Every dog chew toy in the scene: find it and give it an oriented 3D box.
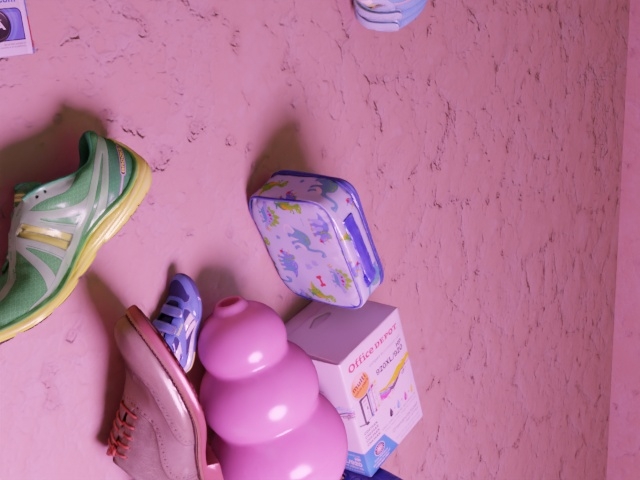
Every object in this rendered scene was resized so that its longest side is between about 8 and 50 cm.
[{"bbox_3d":[-0.084,0.237,1.213,0.206,0.206,0.332,-34,114,-42],"label":"dog chew toy"}]

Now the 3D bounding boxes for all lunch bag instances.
[{"bbox_3d":[0.000,0.000,1.277,0.090,0.176,0.219,-48,130,-34],"label":"lunch bag"}]

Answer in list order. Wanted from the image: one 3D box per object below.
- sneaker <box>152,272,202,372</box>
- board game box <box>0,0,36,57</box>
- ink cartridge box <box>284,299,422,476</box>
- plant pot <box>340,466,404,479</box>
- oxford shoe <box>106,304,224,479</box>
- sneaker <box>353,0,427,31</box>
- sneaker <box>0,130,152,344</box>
[{"bbox_3d":[-0.204,0.118,1.147,0.059,0.053,0.144,1,95,-49],"label":"sneaker"},{"bbox_3d":[-0.442,-0.304,0.746,0.308,0.086,0.302,-23,114,-47],"label":"board game box"},{"bbox_3d":[0.042,0.234,1.379,0.171,0.168,0.233,-39,124,-39],"label":"ink cartridge box"},{"bbox_3d":[0.016,0.507,1.359,0.212,0.235,0.236,-24,115,-39],"label":"plant pot"},{"bbox_3d":[-0.222,0.245,1.079,0.130,0.123,0.348,-23,122,-18],"label":"oxford shoe"},{"bbox_3d":[0.058,-0.412,1.319,0.318,0.208,0.127,-8,63,-18],"label":"sneaker"},{"bbox_3d":[-0.322,-0.005,0.958,0.123,0.109,0.296,42,64,-21],"label":"sneaker"}]
